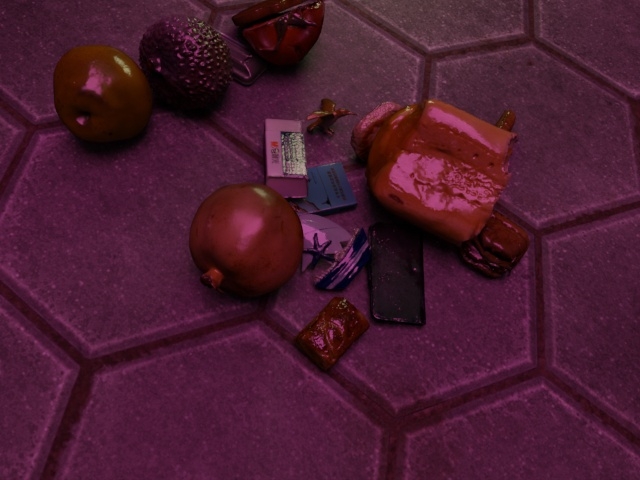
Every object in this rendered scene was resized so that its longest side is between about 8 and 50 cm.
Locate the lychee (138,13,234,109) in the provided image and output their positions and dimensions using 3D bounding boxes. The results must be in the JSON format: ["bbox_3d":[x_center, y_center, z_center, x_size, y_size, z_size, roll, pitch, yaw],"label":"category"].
[{"bbox_3d":[-0.410,-0.557,1.785,0.300,0.300,0.300,4,62,-7],"label":"lychee"}]

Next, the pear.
[{"bbox_3d":[-0.634,-0.430,1.695,0.294,0.294,0.294,4,62,-7],"label":"pear"}]

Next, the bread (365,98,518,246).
[{"bbox_3d":[0.335,-0.215,1.704,0.394,0.250,0.361,26,94,4],"label":"bread"}]

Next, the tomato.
[{"bbox_3d":[-0.106,-0.686,1.951,0.309,0.170,0.309,-16,23,7],"label":"tomato"}]

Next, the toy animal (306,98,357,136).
[{"bbox_3d":[0.037,-0.392,1.874,0.155,0.095,0.219,12,30,-2],"label":"toy animal"}]

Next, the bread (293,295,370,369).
[{"bbox_3d":[0.030,0.242,1.527,0.132,0.103,0.172,43,62,10],"label":"bread"}]

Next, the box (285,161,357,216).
[{"bbox_3d":[-0.021,-0.148,1.761,0.229,0.041,0.162,-13,64,-15],"label":"box"}]

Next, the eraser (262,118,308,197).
[{"bbox_3d":[-0.108,-0.251,1.740,0.130,0.086,0.287,0,46,-6],"label":"eraser"}]

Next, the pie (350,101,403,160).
[{"bbox_3d":[0.182,-0.342,1.818,0.205,0.179,0.084,-40,69,-18],"label":"pie"}]

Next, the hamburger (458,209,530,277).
[{"bbox_3d":[0.524,0.004,1.718,0.183,0.130,0.206,37,61,8],"label":"hamburger"}]

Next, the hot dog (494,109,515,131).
[{"bbox_3d":[0.587,-0.325,1.931,0.068,0.083,0.289,39,62,-9],"label":"hot dog"}]

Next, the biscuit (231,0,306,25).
[{"bbox_3d":[-0.174,-0.803,1.986,0.257,0.049,0.273,-7,28,26],"label":"biscuit"}]

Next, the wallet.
[{"bbox_3d":[0.219,0.091,1.670,0.172,0.045,0.318,7,61,-9],"label":"wallet"}]

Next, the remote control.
[{"bbox_3d":[-0.345,-0.655,1.967,0.335,0.065,0.128,32,65,8],"label":"remote control"}]

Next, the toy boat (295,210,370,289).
[{"bbox_3d":[-0.003,0.029,1.645,0.291,0.070,0.210,16,69,-2],"label":"toy boat"}]

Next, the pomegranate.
[{"bbox_3d":[-0.199,0.006,1.516,0.319,0.319,0.319,4,62,-7],"label":"pomegranate"}]
